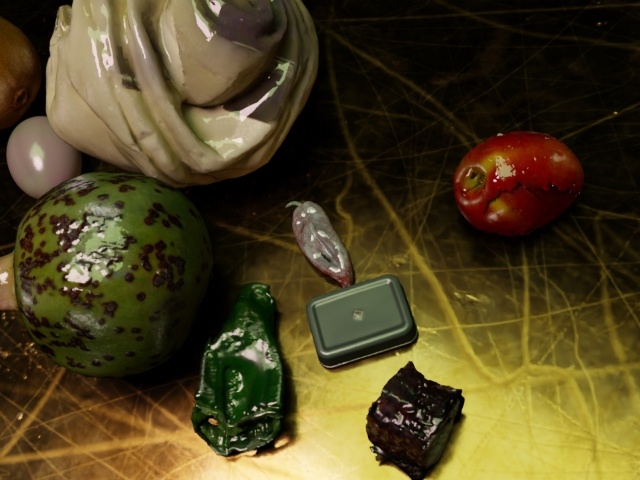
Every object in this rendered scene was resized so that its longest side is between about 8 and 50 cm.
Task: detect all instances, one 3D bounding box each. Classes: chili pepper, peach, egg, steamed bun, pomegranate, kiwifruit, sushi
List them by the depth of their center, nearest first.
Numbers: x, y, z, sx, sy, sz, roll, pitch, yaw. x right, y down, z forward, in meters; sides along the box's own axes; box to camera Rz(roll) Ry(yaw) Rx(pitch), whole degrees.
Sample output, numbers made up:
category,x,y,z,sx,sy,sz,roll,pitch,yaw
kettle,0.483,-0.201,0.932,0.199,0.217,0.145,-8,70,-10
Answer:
category,x,y,z,sx,sy,sz,roll,pitch,yaw
sushi,0.101,0.191,0.806,0.084,0.098,0.094,28,52,22
pomegranate,-0.261,0.037,0.880,0.271,0.254,0.254,-5,59,-9
chili pepper,-0.084,0.147,0.885,0.108,0.062,0.216,3,61,8
peach,0.249,-0.063,0.907,0.172,0.127,0.092,-2,49,-17
steamed bun,-0.150,-0.250,0.952,0.394,0.237,0.346,-34,102,-30
chili pepper,-0.001,0.000,0.959,0.050,0.041,0.153,-51,52,33
egg,-0.399,-0.118,1.081,0.103,0.103,0.135,-22,62,0
kiwifruit,-0.544,-0.264,1.150,0.234,0.196,0.196,32,72,20

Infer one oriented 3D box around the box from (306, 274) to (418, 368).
category,x,y,z,sx,sy,sz,roll,pitch,yaw
box,0.047,0.095,0.897,0.126,0.031,0.091,-17,58,5
